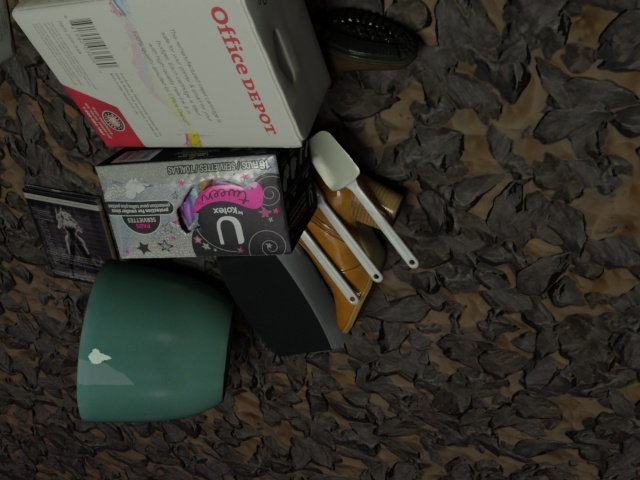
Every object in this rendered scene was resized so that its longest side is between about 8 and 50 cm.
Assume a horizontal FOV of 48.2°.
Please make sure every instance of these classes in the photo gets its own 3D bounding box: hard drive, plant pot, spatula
[{"bbox_3d":[-0.070,0.104,1.275,0.172,0.054,0.254,-12,121,30],"label":"hard drive"},{"bbox_3d":[-0.279,0.189,1.291,0.235,0.293,0.293,6,131,-4],"label":"plant pot"},{"bbox_3d":[0.025,-0.026,1.044,0.168,0.019,0.242,-34,98,31],"label":"spatula"}]

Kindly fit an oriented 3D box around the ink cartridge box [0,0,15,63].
[{"bbox_3d":[-0.669,-0.311,1.043,0.310,0.272,0.130,17,132,9],"label":"ink cartridge box"}]

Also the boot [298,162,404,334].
[{"bbox_3d":[0.000,0.000,1.141,0.211,0.104,0.295,22,126,11],"label":"boot"}]

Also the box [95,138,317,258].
[{"bbox_3d":[-0.146,-0.068,0.972,0.247,0.163,0.142,-3,115,15],"label":"box"}]

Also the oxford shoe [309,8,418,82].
[{"bbox_3d":[0.019,-0.249,0.949,0.227,0.082,0.096,10,149,15],"label":"oxford shoe"}]

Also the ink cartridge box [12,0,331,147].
[{"bbox_3d":[-0.168,-0.230,0.862,0.306,0.131,0.226,3,141,24],"label":"ink cartridge box"}]

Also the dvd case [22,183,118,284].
[{"bbox_3d":[-0.472,-0.003,1.381,0.165,0.018,0.221,10,131,16],"label":"dvd case"}]

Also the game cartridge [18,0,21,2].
[{"bbox_3d":[-0.235,-0.352,0.893,0.285,0.052,0.323,27,146,-7],"label":"game cartridge"}]
